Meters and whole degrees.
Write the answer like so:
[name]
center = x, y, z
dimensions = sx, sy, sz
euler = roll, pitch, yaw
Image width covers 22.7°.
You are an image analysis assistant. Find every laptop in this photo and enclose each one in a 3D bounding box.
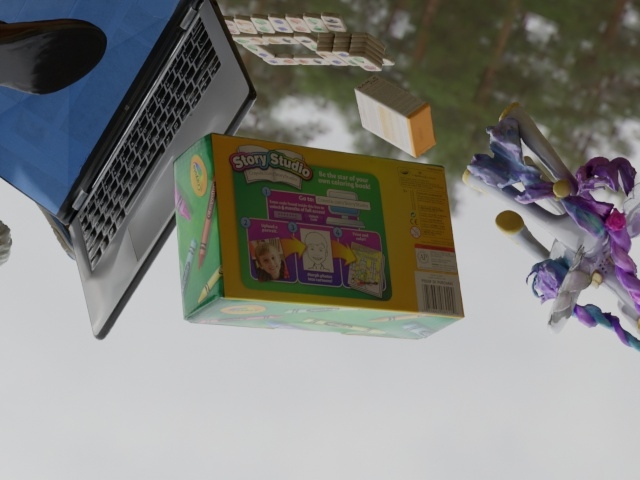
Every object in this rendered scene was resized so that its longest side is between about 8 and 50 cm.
[laptop]
center = -0.309, -0.167, 1.979
dimensions = 0.236, 0.382, 0.408
euler = 21, -154, -29

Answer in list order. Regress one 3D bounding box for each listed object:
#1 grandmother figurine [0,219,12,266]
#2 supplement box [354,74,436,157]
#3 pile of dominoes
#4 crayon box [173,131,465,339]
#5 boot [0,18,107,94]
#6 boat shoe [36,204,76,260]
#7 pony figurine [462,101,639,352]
[grandmother figurine]
center = -0.572, -0.094, 2.339
dimensions = 0.207, 0.342, 0.104
euler = -10, -147, 42
[supplement box]
center = 0.089, -0.148, 1.893
dimensions = 0.036, 0.062, 0.098
euler = -36, -133, -23
[pile of dominoes]
center = -0.029, -0.284, 2.368
dimensions = 0.251, 0.040, 0.196
euler = 4, 167, 34
[crayon box]
center = 0.000, 0.000, 1.553
dimensions = 0.278, 0.081, 0.165
euler = 6, -113, -31
[boot]
center = -0.428, -0.279, 1.967
dimensions = 0.264, 0.096, 0.280
euler = -21, -132, -15
[boat shoe]
center = -0.388, -0.061, 2.394
dimensions = 0.183, 0.066, 0.066
euler = 58, -174, 5
[pony figurine]
center = 0.354, -0.013, 2.101
dimensions = 0.363, 0.303, 0.351
euler = 46, 173, 24
